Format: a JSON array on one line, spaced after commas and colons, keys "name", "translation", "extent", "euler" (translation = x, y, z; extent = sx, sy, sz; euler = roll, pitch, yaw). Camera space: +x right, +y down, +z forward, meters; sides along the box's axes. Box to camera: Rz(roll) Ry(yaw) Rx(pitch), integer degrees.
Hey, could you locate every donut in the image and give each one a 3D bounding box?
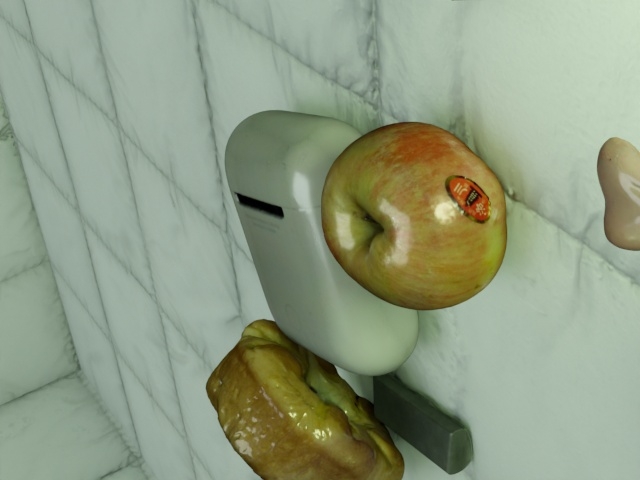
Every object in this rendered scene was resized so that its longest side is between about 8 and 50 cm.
[{"name": "donut", "translation": [-0.022, 0.262, 1.582], "extent": [0.317, 0.150, 0.299], "euler": [45, -176, -4]}]

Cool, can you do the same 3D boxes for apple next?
[{"name": "apple", "translation": [0.105, -0.026, 1.172], "extent": [0.209, 0.164, 0.209], "euler": [29, 128, 46]}]

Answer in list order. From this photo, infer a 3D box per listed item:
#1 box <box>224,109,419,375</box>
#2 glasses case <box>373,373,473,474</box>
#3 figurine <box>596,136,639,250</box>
[{"name": "box", "translation": [-0.001, 0.001, 1.447], "extent": [0.289, 0.141, 0.349], "euler": [21, 131, 61]}, {"name": "glasses case", "translation": [0.137, 0.250, 1.519], "extent": [0.190, 0.042, 0.072], "euler": [30, 135, 54]}, {"name": "figurine", "translation": [0.317, 0.119, 0.819], "extent": [0.154, 0.193, 0.421], "euler": [23, 128, 63]}]
